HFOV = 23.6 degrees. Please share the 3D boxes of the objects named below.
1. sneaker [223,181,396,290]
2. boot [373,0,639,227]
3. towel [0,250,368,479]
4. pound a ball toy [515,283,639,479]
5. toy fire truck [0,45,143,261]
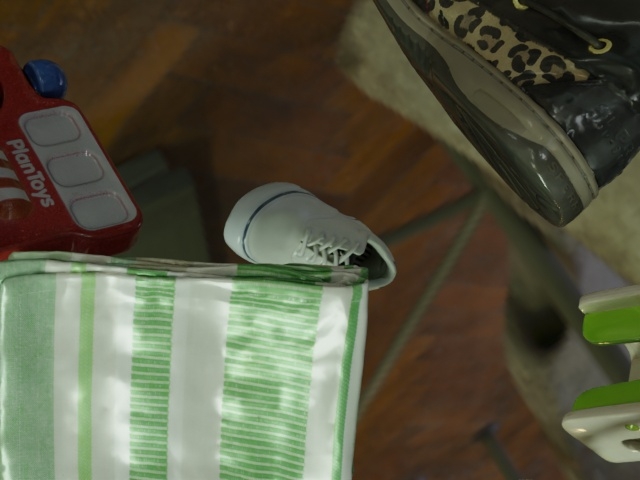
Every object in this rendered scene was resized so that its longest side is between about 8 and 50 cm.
[{"bbox_3d":[0.000,0.000,1.647,0.258,0.091,0.094,10,106,-56],"label":"sneaker"},{"bbox_3d":[0.192,-0.205,1.133,0.284,0.377,0.138,-35,130,4],"label":"boot"},{"bbox_3d":[-0.125,0.126,1.358,0.324,0.038,0.248,2,116,-3],"label":"towel"},{"bbox_3d":[0.322,0.147,1.254,0.319,0.208,0.135,-15,142,43],"label":"pound a ball toy"},{"bbox_3d":[-0.333,-0.084,1.429,0.254,0.302,0.169,-13,144,-31],"label":"toy fire truck"}]
